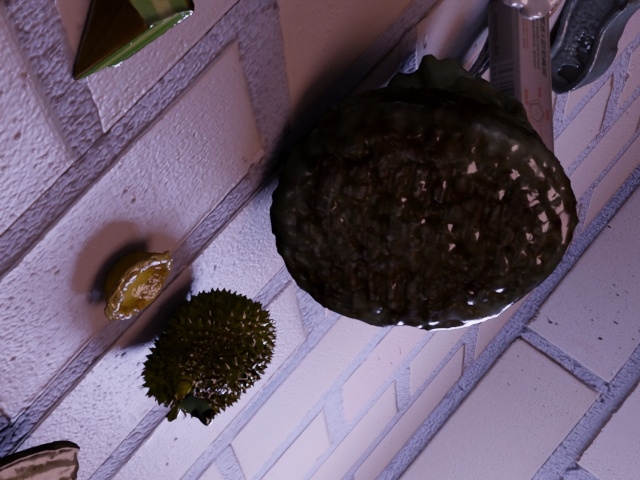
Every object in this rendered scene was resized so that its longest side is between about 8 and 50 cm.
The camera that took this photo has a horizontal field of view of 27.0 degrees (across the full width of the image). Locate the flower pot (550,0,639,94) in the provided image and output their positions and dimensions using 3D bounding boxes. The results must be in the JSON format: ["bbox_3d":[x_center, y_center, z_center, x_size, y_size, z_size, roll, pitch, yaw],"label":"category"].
[{"bbox_3d":[0.474,-0.366,2.348,0.108,0.103,0.229,-27,149,-53],"label":"flower pot"}]

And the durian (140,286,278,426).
[{"bbox_3d":[-0.148,0.148,1.713,0.198,0.146,0.159,-41,175,-19],"label":"durian"}]

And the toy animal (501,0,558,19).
[{"bbox_3d":[0.286,-0.419,1.719,0.357,0.194,0.257,-50,145,-68],"label":"toy animal"}]

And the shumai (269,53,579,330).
[{"bbox_3d":[0.152,-0.101,1.789,0.348,0.395,0.395,-73,-178,-49],"label":"shumai"}]

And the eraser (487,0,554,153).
[{"bbox_3d":[0.295,-0.234,1.957,0.089,0.061,0.351,8,78,-45],"label":"eraser"}]

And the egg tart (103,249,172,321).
[{"bbox_3d":[-0.213,0.046,1.516,0.105,0.039,0.105,-46,160,-22],"label":"egg tart"}]

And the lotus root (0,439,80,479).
[{"bbox_3d":[-0.400,0.354,1.495,0.314,0.142,0.210,-32,115,-39],"label":"lotus root"}]

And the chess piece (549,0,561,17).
[{"bbox_3d":[0.359,-0.388,2.130,0.084,0.038,0.083,-44,160,-21],"label":"chess piece"}]

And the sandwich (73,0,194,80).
[{"bbox_3d":[-0.183,-0.205,1.189,0.116,0.074,0.074,-26,-177,40],"label":"sandwich"}]

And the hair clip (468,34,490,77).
[{"bbox_3d":[0.224,-0.235,2.046,0.218,0.071,0.159,-49,-177,-4],"label":"hair clip"}]
